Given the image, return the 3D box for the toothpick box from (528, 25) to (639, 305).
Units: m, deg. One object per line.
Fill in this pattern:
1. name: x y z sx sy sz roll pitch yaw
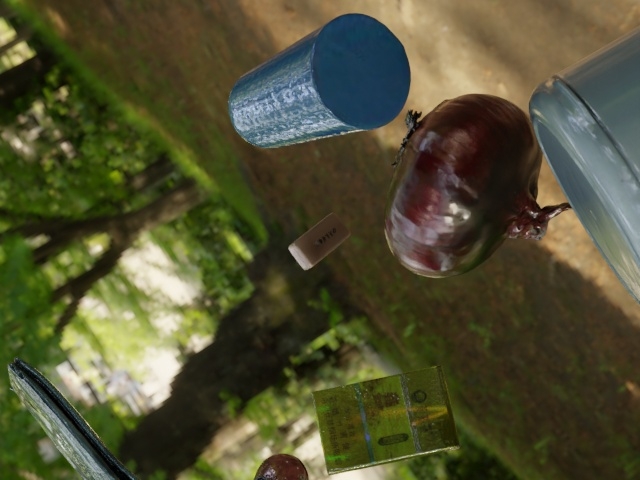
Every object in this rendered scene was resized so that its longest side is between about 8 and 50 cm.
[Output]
1. toothpick box: 0.373 -0.117 0.996 0.263 0.355 0.263 59 -175 -8

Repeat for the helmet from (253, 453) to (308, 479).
1. helmet: -0.041 0.292 1.511 0.084 0.049 0.065 2 153 34

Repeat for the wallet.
1. wallet: -0.263 0.256 1.419 0.290 0.054 0.251 51 160 0

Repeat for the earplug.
1. earplug: -0.022 -0.176 1.460 0.273 0.132 0.132 -10 111 59

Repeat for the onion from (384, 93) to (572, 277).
1. onion: 0.220 -0.058 1.654 0.285 0.273 0.273 30 154 17

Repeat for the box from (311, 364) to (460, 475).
1. box: 0.093 0.258 1.734 0.030 0.193 0.121 75 -177 -72

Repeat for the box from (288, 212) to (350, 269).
1. box: 0.000 0.000 1.808 0.025 0.115 0.048 -33 93 43
